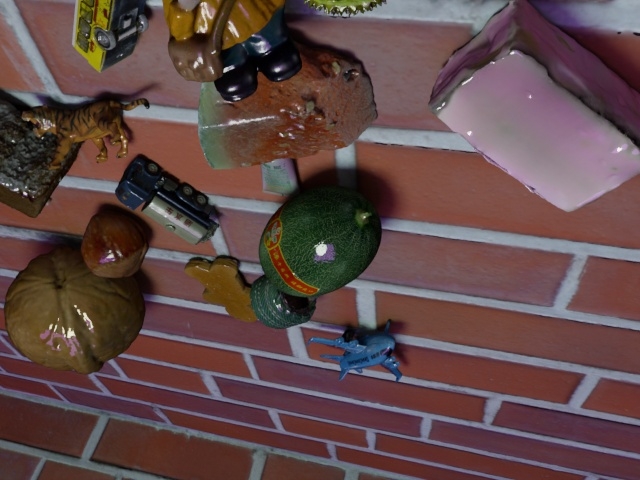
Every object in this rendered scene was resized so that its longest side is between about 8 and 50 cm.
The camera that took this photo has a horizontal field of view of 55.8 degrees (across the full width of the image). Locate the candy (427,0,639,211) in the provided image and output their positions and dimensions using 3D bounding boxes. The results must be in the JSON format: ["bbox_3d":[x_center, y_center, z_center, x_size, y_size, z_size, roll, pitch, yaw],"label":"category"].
[{"bbox_3d":[0.283,-0.158,0.763,0.265,0.115,0.155,29,144,-18],"label":"candy"}]

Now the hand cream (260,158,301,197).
[{"bbox_3d":[-0.074,-0.122,1.032,0.076,0.047,0.174,10,153,9],"label":"hand cream"}]

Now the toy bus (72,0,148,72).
[{"bbox_3d":[-0.267,-0.323,0.791,0.074,0.081,0.226,43,145,1],"label":"toy bus"}]

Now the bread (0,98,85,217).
[{"bbox_3d":[-0.640,-0.208,1.032,0.417,0.165,0.113,30,145,-19],"label":"bread"}]

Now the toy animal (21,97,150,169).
[{"bbox_3d":[-0.365,-0.199,1.012,0.255,0.114,0.116,-12,94,28],"label":"toy animal"}]

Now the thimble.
[{"bbox_3d":[-0.078,0.126,1.304,0.090,0.118,0.135,-17,133,40],"label":"thimble"}]

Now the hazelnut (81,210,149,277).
[{"bbox_3d":[-0.443,0.009,1.289,0.143,0.143,0.154,18,162,-2],"label":"hazelnut"}]

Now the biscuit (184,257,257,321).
[{"bbox_3d":[-0.213,0.116,1.420,0.158,0.035,0.240,1,142,24],"label":"biscuit"}]

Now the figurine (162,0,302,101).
[{"bbox_3d":[-0.144,-0.322,0.668,0.185,0.204,0.332,-26,153,5],"label":"figurine"}]

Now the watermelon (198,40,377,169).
[{"bbox_3d":[-0.045,-0.194,0.870,0.257,0.139,0.193,5,152,3],"label":"watermelon"}]

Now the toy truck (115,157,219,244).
[{"bbox_3d":[-0.289,-0.066,1.152,0.202,0.088,0.074,36,142,-25],"label":"toy truck"}]

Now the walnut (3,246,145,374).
[{"bbox_3d":[-0.575,0.172,1.437,0.333,0.332,0.333,11,145,8],"label":"walnut"}]

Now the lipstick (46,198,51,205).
[{"bbox_3d":[-0.618,-0.108,1.289,0.019,0.019,0.094,-15,135,37],"label":"lipstick"}]

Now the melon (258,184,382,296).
[{"bbox_3d":[0.000,0.000,1.041,0.182,0.182,0.288,31,144,-20],"label":"melon"}]

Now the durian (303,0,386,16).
[{"bbox_3d":[0.027,-0.315,0.710,0.215,0.086,0.100,1,109,16],"label":"durian"}]

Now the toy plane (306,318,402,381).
[{"bbox_3d":[0.106,0.265,1.434,0.254,0.105,0.271,25,143,-14],"label":"toy plane"}]
